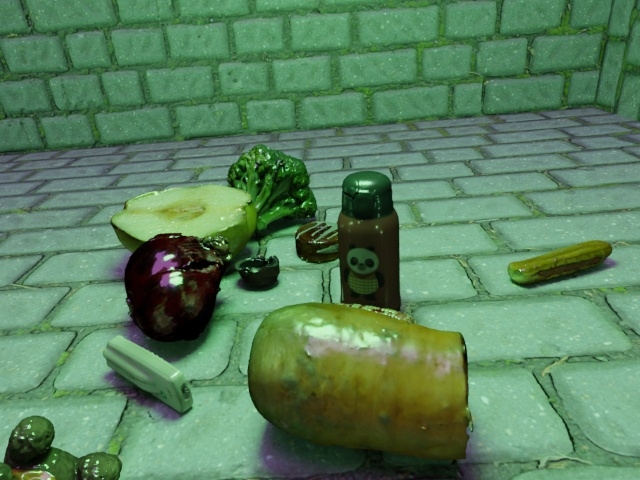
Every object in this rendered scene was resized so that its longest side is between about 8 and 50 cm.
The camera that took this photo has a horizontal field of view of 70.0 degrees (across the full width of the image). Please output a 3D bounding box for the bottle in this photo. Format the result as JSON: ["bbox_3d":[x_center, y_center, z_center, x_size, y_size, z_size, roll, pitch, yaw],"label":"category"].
[{"bbox_3d":[0.105,0.012,1.018,0.143,0.336,0.144,-5,25,2],"label":"bottle"}]

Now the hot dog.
[{"bbox_3d":[0.604,0.055,1.157,0.285,0.061,0.088,-11,23,-9],"label":"hot dog"}]

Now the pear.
[{"bbox_3d":[-0.378,-0.013,1.320,0.386,0.191,0.340,0,32,8],"label":"pear"}]

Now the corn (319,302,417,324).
[{"bbox_3d":[0.077,0.178,0.971,0.253,0.086,0.086,5,27,26],"label":"corn"}]

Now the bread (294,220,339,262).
[{"bbox_3d":[0.000,0.000,1.362,0.160,0.073,0.160,-5,25,2],"label":"bread"}]

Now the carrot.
[{"bbox_3d":[0.061,0.217,0.737,0.340,0.224,0.224,4,27,14],"label":"carrot"}]

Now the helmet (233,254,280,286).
[{"bbox_3d":[-0.165,0.086,1.217,0.123,0.070,0.098,-5,19,16],"label":"helmet"}]

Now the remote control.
[{"bbox_3d":[-0.338,0.254,0.880,0.230,0.090,0.049,13,32,35],"label":"remote control"}]

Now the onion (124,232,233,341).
[{"bbox_3d":[-0.331,0.107,1.040,0.280,0.221,0.281,-18,31,11],"label":"onion"}]

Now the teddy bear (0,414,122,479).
[{"bbox_3d":[-0.390,0.367,0.621,0.140,0.177,0.190,-47,19,17],"label":"teddy bear"}]

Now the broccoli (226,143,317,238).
[{"bbox_3d":[-0.172,-0.150,1.517,0.321,0.304,0.283,-12,40,45],"label":"broccoli"}]
